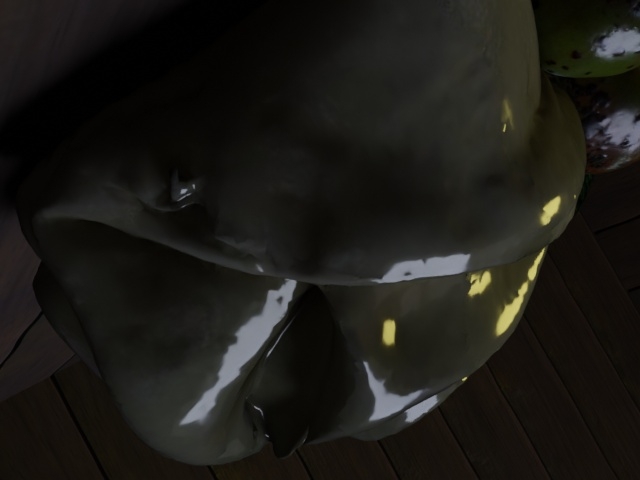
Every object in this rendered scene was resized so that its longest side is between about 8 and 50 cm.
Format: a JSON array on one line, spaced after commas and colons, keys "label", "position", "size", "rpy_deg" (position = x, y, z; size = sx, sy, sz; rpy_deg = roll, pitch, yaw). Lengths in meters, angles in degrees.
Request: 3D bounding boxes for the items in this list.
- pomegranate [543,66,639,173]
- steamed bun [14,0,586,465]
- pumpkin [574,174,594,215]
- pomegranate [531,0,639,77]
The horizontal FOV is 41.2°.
[{"label": "pomegranate", "position": [0.256, -0.160, 0.725], "size": [0.246, 0.198, 0.198], "rpy_deg": [-8, -168, 40]}, {"label": "steamed bun", "position": [0.000, 0.000, 0.550], "size": [0.368, 0.255, 0.342], "rpy_deg": [-28, 180, 9]}, {"label": "pumpkin", "position": [0.296, -0.093, 1.284], "size": [0.263, 0.197, 0.293], "rpy_deg": [109, 8, -62]}, {"label": "pomegranate", "position": [0.182, -0.179, 0.597], "size": [0.129, 0.129, 0.159], "rpy_deg": [-30, -158, 3]}]
